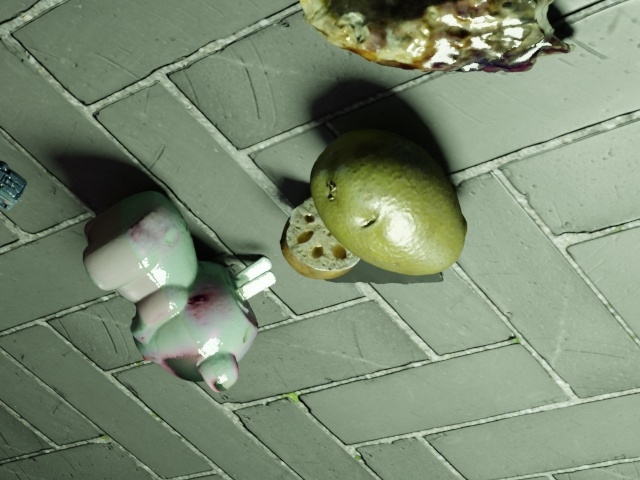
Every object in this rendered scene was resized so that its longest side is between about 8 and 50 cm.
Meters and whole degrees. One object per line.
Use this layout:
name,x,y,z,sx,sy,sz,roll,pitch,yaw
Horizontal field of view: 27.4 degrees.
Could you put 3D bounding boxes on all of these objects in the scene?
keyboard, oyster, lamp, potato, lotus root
keyboard,0.085,0.037,1.973,0.196,0.015,0.074,-1,133,25
oyster,0.143,-0.262,1.525,0.271,0.100,0.275,-32,114,29
lamp,-0.205,0.065,2.014,0.247,0.247,0.301,-33,112,1
potato,0.101,-0.043,1.758,0.251,0.159,0.174,37,164,-32
lotus root,-0.001,0.003,1.891,0.122,0.112,0.081,28,149,-11

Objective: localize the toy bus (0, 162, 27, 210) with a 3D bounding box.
toy bus,-0.545,-0.111,2.061,0.166,0.047,0.065,33,144,-15
